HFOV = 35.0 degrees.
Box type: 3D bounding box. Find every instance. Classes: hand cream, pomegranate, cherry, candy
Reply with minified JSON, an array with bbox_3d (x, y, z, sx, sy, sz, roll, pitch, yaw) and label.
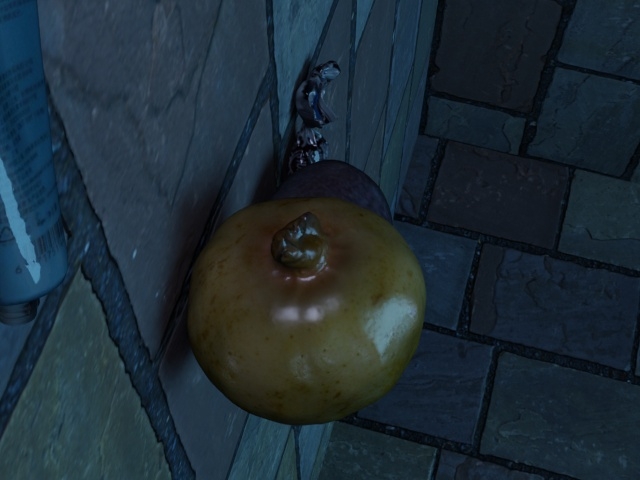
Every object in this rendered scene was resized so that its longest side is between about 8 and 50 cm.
[{"bbox_3d":[-0.131,-0.064,0.403,0.083,0.048,0.224,-63,159,-61],"label":"hand cream"},{"bbox_3d":[-0.014,0.057,0.865,0.207,0.207,0.207,14,90,-83],"label":"pomegranate"},{"bbox_3d":[0.001,-0.002,1.080,0.176,0.140,0.176,-57,168,-19],"label":"cherry"},{"bbox_3d":[-0.010,-0.095,1.168,0.094,0.051,0.226,-68,169,-62],"label":"candy"}]
